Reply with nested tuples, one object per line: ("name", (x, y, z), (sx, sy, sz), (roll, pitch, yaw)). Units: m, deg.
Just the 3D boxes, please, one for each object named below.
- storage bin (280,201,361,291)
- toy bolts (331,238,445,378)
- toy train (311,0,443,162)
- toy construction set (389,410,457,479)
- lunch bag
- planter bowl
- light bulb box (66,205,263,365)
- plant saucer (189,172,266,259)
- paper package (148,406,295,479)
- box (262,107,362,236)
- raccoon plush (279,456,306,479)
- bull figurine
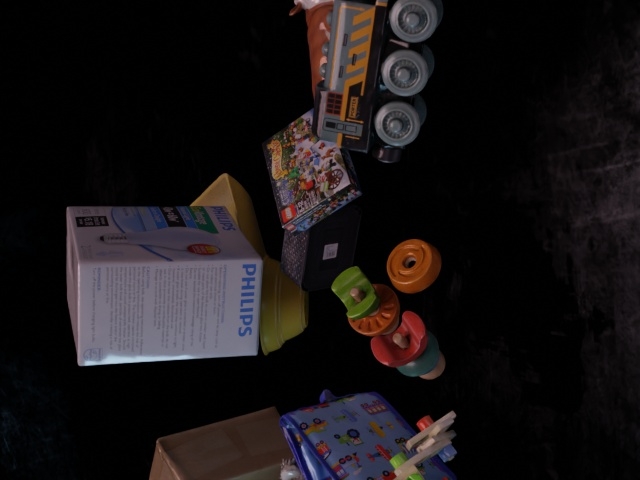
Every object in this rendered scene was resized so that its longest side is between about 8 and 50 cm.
("storage bin", (0.000, 0.000, 1.835), (0.084, 0.122, 0.180), (38, 129, 46))
("toy bolts", (0.164, 0.137, 1.660), (0.218, 0.158, 0.228), (-36, 49, 11))
("toy train", (0.092, -0.297, 1.537), (0.190, 0.142, 0.333), (11, 114, 8))
("toy construction set", (0.230, 0.436, 1.541), (0.327, 0.215, 0.151), (52, 179, 37))
("lunch bag", (0.073, 0.398, 1.740), (0.293, 0.221, 0.138), (55, 140, 33))
("planter bowl", (-0.073, 0.138, 1.980), (0.217, 0.090, 0.217), (0, -90, -84))
("light bulb box", (-0.340, 0.081, 1.942), (0.358, 0.361, 0.225), (-133, 45, -62))
("plant saucer", (-0.220, 0.045, 2.220), (0.333, 0.081, 0.332), (-33, 69, 54))
("paper package", (-0.231, 0.574, 2.158), (0.168, 0.325, 0.309), (51, 137, 37))
("box", (-0.021, -0.140, 1.772), (0.159, 0.044, 0.233), (-32, 48, 19))
("raccoon plush", (-0.062, 0.613, 2.041), (0.446, 0.216, 0.299), (-11, 81, 58))
("bull figurine", (0.034, -0.363, 1.706), (0.188, 0.101, 0.310), (-7, 92, 55))
